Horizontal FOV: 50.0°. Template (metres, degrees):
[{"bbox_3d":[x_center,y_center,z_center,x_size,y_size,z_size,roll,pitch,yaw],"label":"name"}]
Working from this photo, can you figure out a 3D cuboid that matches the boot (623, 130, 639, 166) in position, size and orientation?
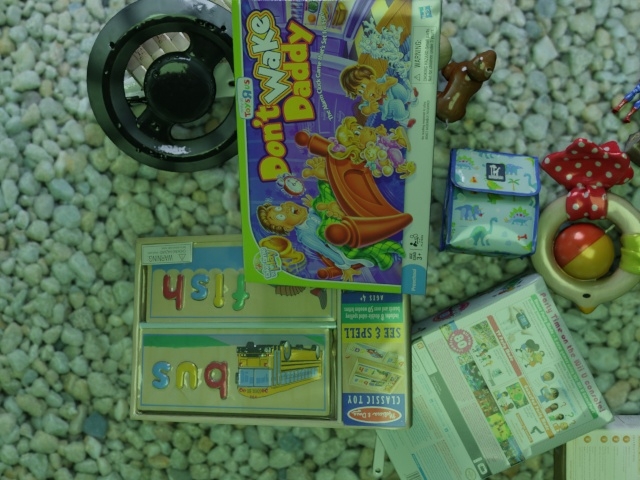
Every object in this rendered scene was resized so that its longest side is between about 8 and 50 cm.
[{"bbox_3d":[0.509,-0.131,0.989,0.114,0.037,0.106,45,94,3],"label":"boot"}]

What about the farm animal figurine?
[{"bbox_3d":[0.071,-0.255,0.893,0.327,0.172,0.330,-34,108,7],"label":"farm animal figurine"}]

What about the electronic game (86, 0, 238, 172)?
[{"bbox_3d":[-0.179,-0.195,0.877,0.229,0.048,0.229,-4,117,-7],"label":"electronic game"}]

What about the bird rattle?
[{"bbox_3d":[0.390,-0.010,0.965,0.253,0.143,0.207,45,111,1],"label":"bird rattle"}]

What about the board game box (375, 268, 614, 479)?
[{"bbox_3d":[0.221,0.209,0.986,0.303,0.097,0.224,-27,90,10],"label":"board game box"}]

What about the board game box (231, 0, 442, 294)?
[{"bbox_3d":[0.021,-0.112,0.834,0.233,0.078,0.347,3,111,10],"label":"board game box"}]

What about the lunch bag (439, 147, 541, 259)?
[{"bbox_3d":[0.244,-0.055,0.986,0.129,0.096,0.151,7,81,3],"label":"lunch bag"}]

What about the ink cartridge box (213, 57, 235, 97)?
[{"bbox_3d":[-0.120,-0.298,0.996,0.104,0.060,0.180,-5,95,5],"label":"ink cartridge box"}]

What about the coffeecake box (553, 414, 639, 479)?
[{"bbox_3d":[0.449,0.338,1.020,0.186,0.068,0.142,-1,95,4],"label":"coffeecake box"}]

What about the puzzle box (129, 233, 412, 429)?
[{"bbox_3d":[-0.075,0.125,0.977,0.409,0.052,0.272,-2,83,14],"label":"puzzle box"}]

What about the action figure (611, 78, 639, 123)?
[{"bbox_3d":[0.472,-0.222,0.985,0.038,0.030,0.115,40,95,4],"label":"action figure"}]

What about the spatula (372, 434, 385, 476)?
[{"bbox_3d":[0.160,0.255,1.055,0.168,0.019,0.242,4,96,2],"label":"spatula"}]

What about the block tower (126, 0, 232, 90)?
[{"bbox_3d":[-0.134,-0.327,0.916,0.335,0.097,0.091,-39,90,9],"label":"block tower"}]

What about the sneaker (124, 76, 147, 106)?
[{"bbox_3d":[-0.286,-0.225,1.029,0.109,0.040,0.043,-4,79,0],"label":"sneaker"}]
